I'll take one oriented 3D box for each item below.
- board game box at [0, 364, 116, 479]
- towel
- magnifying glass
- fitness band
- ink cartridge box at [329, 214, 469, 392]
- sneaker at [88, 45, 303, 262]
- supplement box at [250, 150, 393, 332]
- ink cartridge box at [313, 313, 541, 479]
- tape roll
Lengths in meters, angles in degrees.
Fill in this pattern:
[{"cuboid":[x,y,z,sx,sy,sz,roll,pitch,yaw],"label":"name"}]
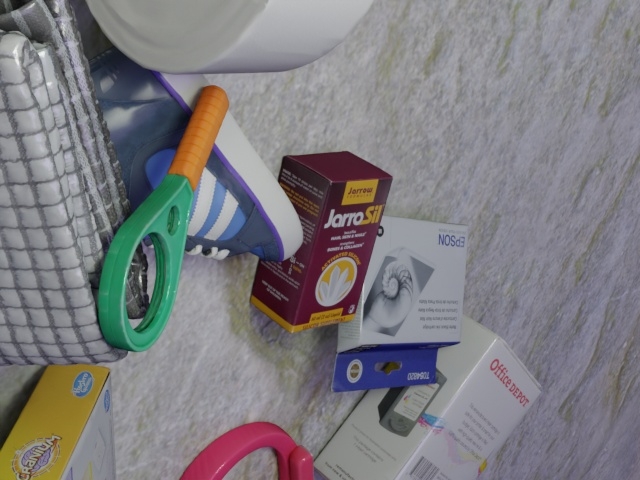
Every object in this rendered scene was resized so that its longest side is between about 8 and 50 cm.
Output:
[{"cuboid":[-0.265,0.303,0.889,0.316,0.064,0.242,-77,173,-57],"label":"board game box"},{"cuboid":[-0.261,-0.041,0.685,0.121,0.235,0.284,-74,162,-52],"label":"towel"},{"cuboid":[-0.112,-0.023,0.731,0.092,0.026,0.231,75,25,-54],"label":"magnifying glass"},{"cuboid":[-0.104,0.366,1.277,0.209,0.054,0.291,-24,130,-31],"label":"fitness band"},{"cuboid":[0.107,0.082,1.241,0.223,0.045,0.224,4,91,-48],"label":"ink cartridge box"},{"cuboid":[-0.169,-0.024,0.889,0.236,0.130,0.323,-41,143,-7],"label":"sneaker"},{"cuboid":[0.000,0.000,1.105,0.104,0.081,0.188,-8,121,-43],"label":"supplement box"},{"cuboid":[0.163,0.275,1.428,0.306,0.131,0.226,-52,141,-8],"label":"ink cartridge box"},{"cuboid":[-0.072,-0.261,0.688,0.100,0.286,0.286,-12,124,-43],"label":"tape roll"}]
